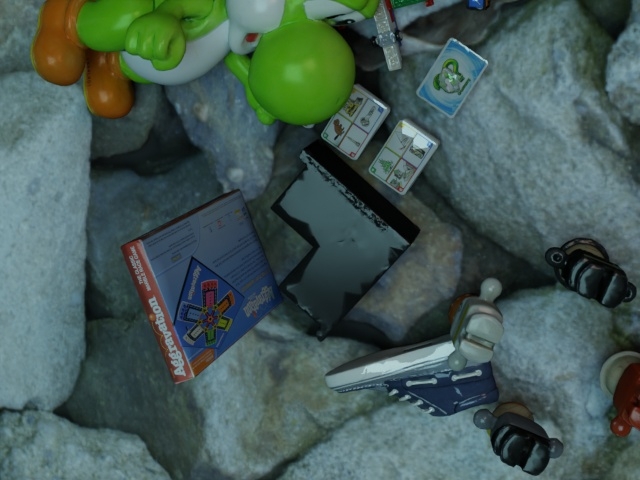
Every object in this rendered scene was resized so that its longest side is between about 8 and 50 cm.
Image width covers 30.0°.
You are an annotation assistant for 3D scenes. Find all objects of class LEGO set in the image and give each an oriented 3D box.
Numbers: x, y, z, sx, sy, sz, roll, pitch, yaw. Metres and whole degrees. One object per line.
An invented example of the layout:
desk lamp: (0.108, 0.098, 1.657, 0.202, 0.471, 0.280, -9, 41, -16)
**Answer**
LEGO set: (0.083, -0.197, 1.293, 0.182, 0.060, 0.244, 35, 121, 6)

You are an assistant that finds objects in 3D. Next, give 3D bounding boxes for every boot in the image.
boot: (0.103, 0.164, 1.345, 0.190, 0.069, 0.086, -16, 94, 17)

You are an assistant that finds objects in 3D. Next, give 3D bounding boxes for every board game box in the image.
board game box: (-0.117, 0.039, 1.267, 0.027, 0.281, 0.145, -20, 96, 19)

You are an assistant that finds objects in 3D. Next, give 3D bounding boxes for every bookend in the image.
bookend: (0.000, 0.000, 1.333, 0.156, 0.072, 0.157, 41, 109, 1)

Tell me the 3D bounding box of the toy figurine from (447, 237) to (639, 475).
toy figurine: (0.243, 0.119, 1.241, 0.209, 0.148, 0.213, -24, 98, 6)

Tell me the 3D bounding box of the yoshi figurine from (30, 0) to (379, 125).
yoshi figurine: (-0.111, -0.191, 1.259, 0.362, 0.203, 0.203, -7, 120, 21)
